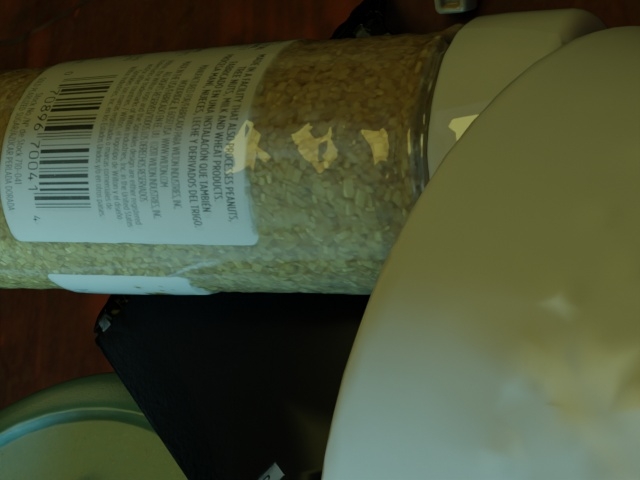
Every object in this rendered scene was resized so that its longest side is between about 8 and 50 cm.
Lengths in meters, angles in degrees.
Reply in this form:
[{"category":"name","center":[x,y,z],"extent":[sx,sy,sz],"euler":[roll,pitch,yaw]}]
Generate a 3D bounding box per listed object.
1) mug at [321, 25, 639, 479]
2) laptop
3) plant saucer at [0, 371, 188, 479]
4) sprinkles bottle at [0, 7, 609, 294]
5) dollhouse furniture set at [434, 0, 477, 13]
[{"category":"mug","center":[0.206,0.144,0.415],"extent":[0.328,0.276,0.374],"euler":[21,117,38]},{"category":"laptop","center":[0.000,0.000,0.729],"extent":[0.234,0.136,0.264],"euler":[-46,8,13]},{"category":"plant saucer","center":[-0.135,0.214,0.719],"extent":[0.318,0.043,0.317],"euler":[-8,62,15]},{"category":"sprinkles bottle","center":[-0.041,-0.033,0.607],"extent":[0.355,0.121,0.121],"euler":[0,72,30]},{"category":"dollhouse furniture set","center":[0.123,-0.187,0.763],"extent":[0.114,0.091,0.081],"euler":[0,28,17]}]
